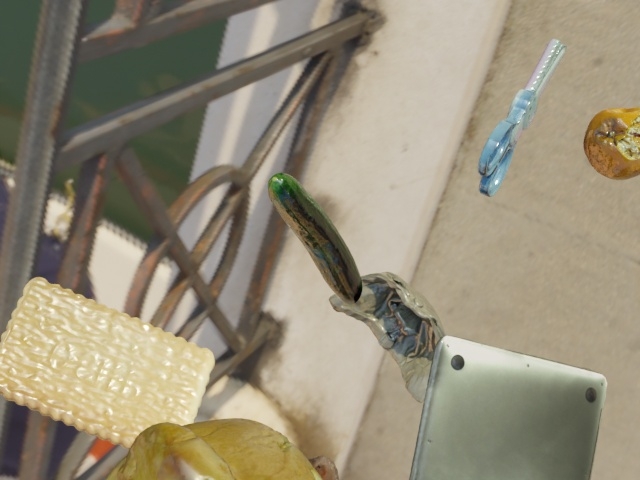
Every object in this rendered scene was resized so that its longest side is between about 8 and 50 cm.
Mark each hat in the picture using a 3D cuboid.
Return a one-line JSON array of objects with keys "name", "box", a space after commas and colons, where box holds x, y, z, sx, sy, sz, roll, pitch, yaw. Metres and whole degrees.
[{"name": "hat", "box": [0.134, 0.132, 1.891, 0.149, 0.245, 0.214, -45, 81, 17]}]

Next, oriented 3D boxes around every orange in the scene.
[{"name": "orange", "box": [0.326, -0.108, 1.326, 0.086, 0.062, 0.086, -9, 78, 43]}]

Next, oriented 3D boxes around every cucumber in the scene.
[{"name": "cucumber", "box": [0.000, 0.000, 1.634, 0.056, 0.056, 0.284, -5, 141, 26]}]

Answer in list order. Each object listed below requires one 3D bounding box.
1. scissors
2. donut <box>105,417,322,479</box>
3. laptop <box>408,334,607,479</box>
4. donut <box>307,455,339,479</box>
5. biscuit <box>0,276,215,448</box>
[{"name": "scissors", "box": [0.286, -0.184, 1.717, 0.030, 0.256, 0.125, 23, 160, 19]}, {"name": "donut", "box": [-0.058, 0.250, 0.830, 0.208, 0.128, 0.261, -48, 63, 41]}, {"name": "laptop", "box": [0.149, 0.226, 1.017, 0.015, 0.187, 0.269, -1, 75, 62]}, {"name": "donut", "box": [-0.041, 0.292, 1.204, 0.085, 0.141, 0.217, 9, 124, 21]}, {"name": "biscuit", "box": [-0.260, 0.156, 1.438, 0.250, 0.160, 0.030, 24, 149, -11]}]
